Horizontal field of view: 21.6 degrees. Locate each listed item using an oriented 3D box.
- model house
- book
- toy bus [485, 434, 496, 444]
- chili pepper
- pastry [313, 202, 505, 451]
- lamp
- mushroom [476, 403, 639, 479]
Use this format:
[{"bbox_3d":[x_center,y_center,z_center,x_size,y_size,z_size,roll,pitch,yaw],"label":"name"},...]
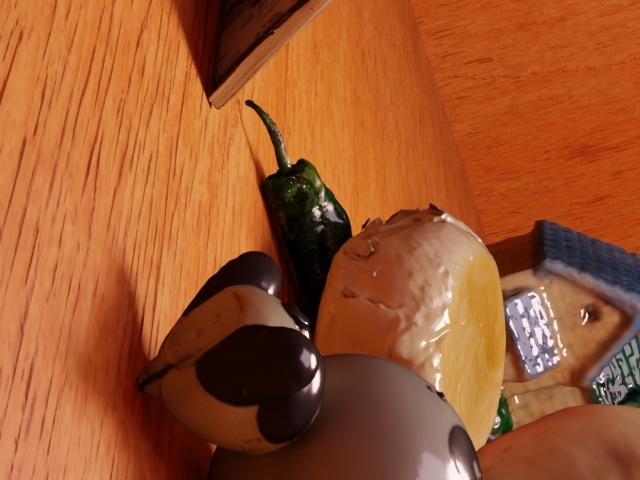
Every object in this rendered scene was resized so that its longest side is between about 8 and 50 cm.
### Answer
[{"bbox_3d":[0.333,0.185,2.320,0.334,0.342,0.382,-62,137,-77],"label":"model house"},{"bbox_3d":[-0.037,-0.223,1.457,0.026,0.157,0.231,39,26,-21],"label":"book"},{"bbox_3d":[0.132,0.282,1.543,0.125,0.133,0.292,35,18,-5],"label":"toy bus"},{"bbox_3d":[0.000,0.000,1.562,0.122,0.065,0.279,-107,177,-48],"label":"chili pepper"},{"bbox_3d":[0.079,0.100,1.496,0.265,0.133,0.265,7,90,-71],"label":"pastry"},{"bbox_3d":[-0.001,0.136,1.051,0.244,0.197,0.198,58,17,-26],"label":"lamp"},{"bbox_3d":[0.193,0.299,1.228,0.353,0.325,0.353,-174,-90,-79],"label":"mushroom"}]
